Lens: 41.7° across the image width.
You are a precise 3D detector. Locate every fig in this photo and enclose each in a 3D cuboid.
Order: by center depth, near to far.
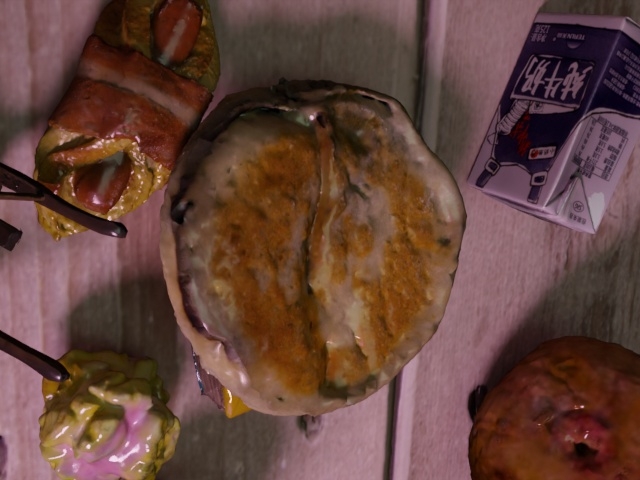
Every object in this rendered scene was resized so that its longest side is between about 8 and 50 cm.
[{"bbox_3d":[0.357,0.284,1.065,0.286,0.286,0.368,-59,145,-2],"label":"fig"}]

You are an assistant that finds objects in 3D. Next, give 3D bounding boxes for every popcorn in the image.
[{"bbox_3d":[-0.195,0.168,0.773,0.125,0.126,0.145,-41,149,3],"label":"popcorn"}]

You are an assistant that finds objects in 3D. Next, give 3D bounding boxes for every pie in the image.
[{"bbox_3d":[0.000,0.000,0.787,0.339,0.077,0.339,3,85,-37],"label":"pie"}]

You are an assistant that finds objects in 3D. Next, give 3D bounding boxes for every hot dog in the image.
[{"bbox_3d":[-0.160,-0.111,0.722,0.123,0.093,0.262,21,93,-37],"label":"hot dog"}]

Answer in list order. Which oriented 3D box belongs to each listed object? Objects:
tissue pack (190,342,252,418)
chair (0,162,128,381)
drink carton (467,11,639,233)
[{"bbox_3d":[-0.042,0.094,0.858,0.169,0.082,0.120,-16,109,-25],"label":"tissue pack"},{"bbox_3d":[-0.338,-0.013,0.634,0.160,0.319,0.186,-66,167,6],"label":"chair"},{"bbox_3d":[0.277,-0.133,0.942,0.102,0.134,0.222,19,95,-35],"label":"drink carton"}]
